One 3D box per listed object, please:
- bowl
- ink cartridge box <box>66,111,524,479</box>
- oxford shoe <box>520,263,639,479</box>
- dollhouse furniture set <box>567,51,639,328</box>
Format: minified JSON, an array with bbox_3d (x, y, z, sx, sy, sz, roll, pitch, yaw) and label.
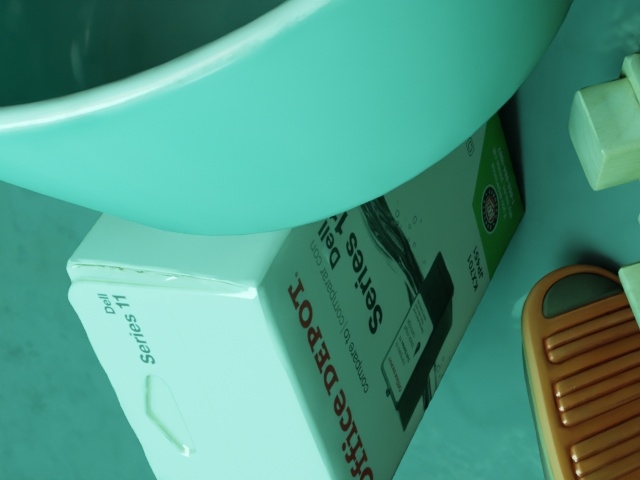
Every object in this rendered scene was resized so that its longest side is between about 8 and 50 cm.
[{"bbox_3d":[-0.030,-0.126,0.580,0.311,0.311,0.163,5,153,29],"label":"bowl"},{"bbox_3d":[0.000,0.000,0.706,0.087,0.208,0.153,5,135,28],"label":"ink cartridge box"},{"bbox_3d":[0.143,0.145,0.768,0.098,0.097,0.271,-37,69,64],"label":"oxford shoe"},{"bbox_3d":[0.167,-0.180,0.646,0.303,0.174,0.355,90,164,-64],"label":"dollhouse furniture set"}]
